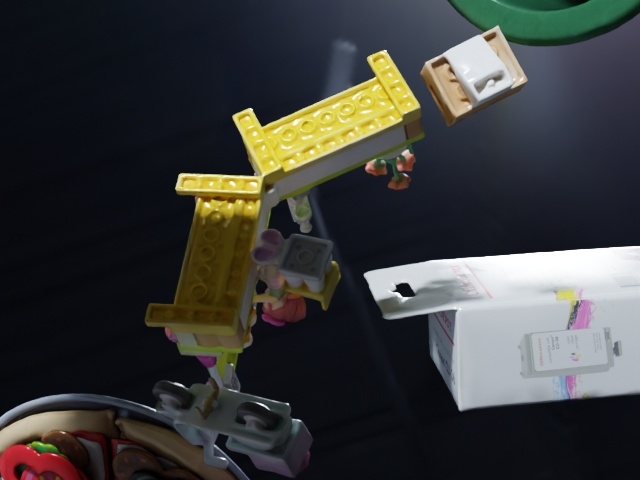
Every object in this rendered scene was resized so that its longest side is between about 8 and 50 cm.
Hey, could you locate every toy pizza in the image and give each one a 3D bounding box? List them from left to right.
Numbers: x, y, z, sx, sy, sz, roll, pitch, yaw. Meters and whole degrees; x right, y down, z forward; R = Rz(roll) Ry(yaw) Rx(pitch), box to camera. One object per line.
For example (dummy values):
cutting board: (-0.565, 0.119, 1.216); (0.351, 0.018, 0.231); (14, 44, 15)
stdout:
toy pizza: (-0.113, 0.175, 0.925); (0.201, 0.201, 0.032); (68, 29, -20)

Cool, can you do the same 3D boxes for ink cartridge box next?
ink cartridge box: (0.131, 0.052, 1.012); (0.115, 0.198, 0.067); (-111, -162, -77)

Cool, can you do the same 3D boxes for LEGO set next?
LEGO set: (0.000, 0.000, 0.907); (0.287, 0.132, 0.107); (-56, 155, -25)

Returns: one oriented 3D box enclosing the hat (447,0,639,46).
hat: (0.176, -0.185, 0.990); (0.183, 0.173, 0.208); (2, 65, -59)
